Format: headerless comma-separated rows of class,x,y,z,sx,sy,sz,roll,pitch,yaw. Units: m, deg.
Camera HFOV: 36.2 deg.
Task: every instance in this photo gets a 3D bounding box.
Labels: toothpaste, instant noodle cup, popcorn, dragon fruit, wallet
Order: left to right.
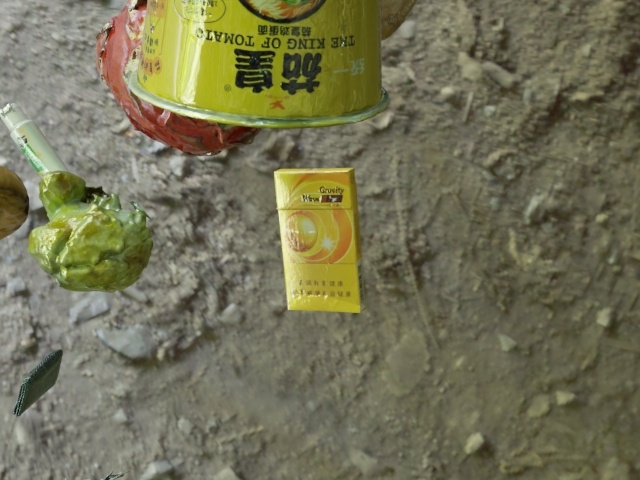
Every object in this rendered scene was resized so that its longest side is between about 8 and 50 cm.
wallet,-0.523,0.259,1.806,0.026,0.129,0.088,26,117,7
toothpaste,-0.493,-0.121,1.827,0.056,0.058,0.314,-37,85,-3
popcorn,-0.360,-0.014,1.515,0.198,0.198,0.212,-26,97,-14
dragon fruit,-0.156,-0.223,1.242,0.241,0.252,0.240,5,80,-28
instant noodle cup,-0.036,-0.170,0.657,0.182,0.182,0.144,-5,115,-21

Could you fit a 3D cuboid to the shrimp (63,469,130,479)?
shrimp,-0.261,0.274,0.988,0.056,0.065,0.165,45,57,11

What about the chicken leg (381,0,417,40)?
chicken leg,0.062,-0.265,0.875,0.207,0.101,0.085,-53,155,-6

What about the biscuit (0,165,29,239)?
biscuit,-0.626,-0.041,1.596,0.296,0.296,0.102,-20,76,-16

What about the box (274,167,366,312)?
box,0.000,0.000,1.812,0.152,0.043,0.269,1,104,22
